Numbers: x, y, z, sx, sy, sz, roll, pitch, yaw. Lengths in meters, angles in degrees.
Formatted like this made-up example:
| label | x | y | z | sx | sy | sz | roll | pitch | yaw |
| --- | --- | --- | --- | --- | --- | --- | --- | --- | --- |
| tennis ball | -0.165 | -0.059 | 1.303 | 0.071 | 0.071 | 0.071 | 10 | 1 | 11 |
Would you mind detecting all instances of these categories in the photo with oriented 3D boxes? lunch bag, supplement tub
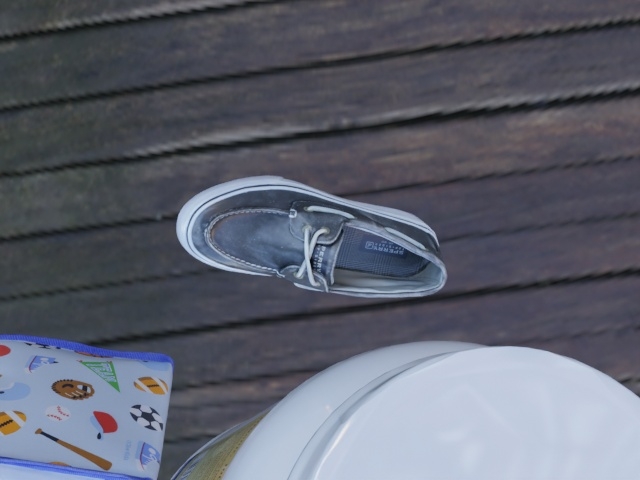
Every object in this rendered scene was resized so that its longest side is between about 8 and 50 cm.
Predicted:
| label | x | y | z | sx | sy | sz | roll | pitch | yaw |
| --- | --- | --- | --- | --- | --- | --- | --- | --- | --- |
| lunch bag | -0.391 | 0.268 | 1.697 | 0.385 | 0.328 | 0.239 | 11 | 109 | -7 |
| supplement tub | 0.037 | 0.176 | 0.700 | 0.228 | 0.228 | 0.316 | 17 | 161 | -11 |

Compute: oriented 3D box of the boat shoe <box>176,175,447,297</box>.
| label | x | y | z | sx | sy | sz | roll | pitch | yaw |
| --- | --- | --- | --- | --- | --- | --- | --- | --- | --- |
| boat shoe | 0.000 | 0.000 | 1.675 | 0.335 | 0.119 | 0.121 | 4 | 109 | -19 |
